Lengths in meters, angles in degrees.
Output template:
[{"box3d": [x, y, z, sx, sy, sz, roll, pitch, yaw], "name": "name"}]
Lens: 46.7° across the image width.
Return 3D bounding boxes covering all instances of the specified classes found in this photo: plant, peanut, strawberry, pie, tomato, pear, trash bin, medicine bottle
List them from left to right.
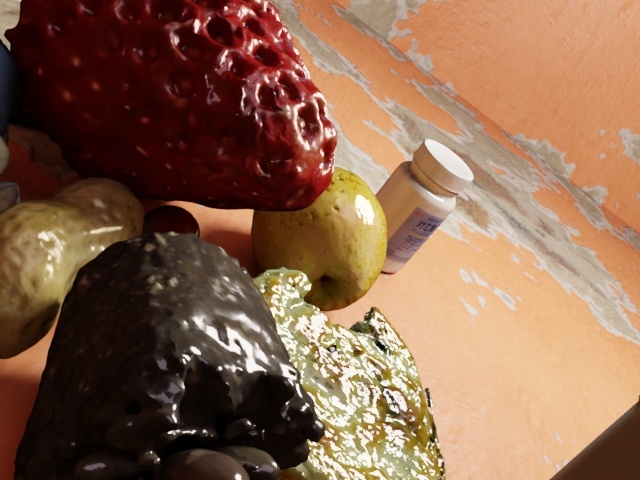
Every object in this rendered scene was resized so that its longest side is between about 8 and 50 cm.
[{"box3d": [-0.227, 0.013, 0.627, 0.103, 0.098, 0.229, 51, 28, -4], "name": "peanut"}, {"box3d": [-0.159, 0.009, 0.751, 0.075, 0.087, 0.087, -2, 32, 0], "name": "tomato"}, {"box3d": [-0.101, 0.145, 0.482, 0.194, 0.181, 0.321, 30, 26, -36], "name": "plant"}, {"box3d": [-0.122, -0.157, 0.765, 0.345, 0.295, 0.317, 24, -25, 33], "name": "strawberry"}, {"box3d": [0.000, 0.000, 0.892, 0.178, 0.178, 0.178, 30, 27, -17], "name": "pear"}, {"box3d": [0.009, 0.153, 0.723, 0.302, 0.067, 0.302, 31, 31, -20], "name": "pie"}, {"box3d": [0.130, -0.049, 1.084, 0.103, 0.187, 0.103, 30, 27, -17], "name": "medicine bottle"}, {"box3d": [0.382, 0.278, 0.823, 0.101, 0.236, 0.177, 15, 34, -40], "name": "trash bin"}]

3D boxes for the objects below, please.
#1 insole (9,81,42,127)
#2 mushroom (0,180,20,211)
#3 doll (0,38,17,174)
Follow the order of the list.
[{"box3d": [-0.381, -0.170, 0.833, 0.348, 0.009, 0.119, 12, 38, -42], "name": "insole"}, {"box3d": [-0.319, -0.010, 0.595, 0.084, 0.071, 0.209, 0, 12, 18], "name": "mushroom"}, {"box3d": [-0.390, -0.144, 0.621, 0.258, 0.154, 0.228, 8, 14, -22], "name": "doll"}]
